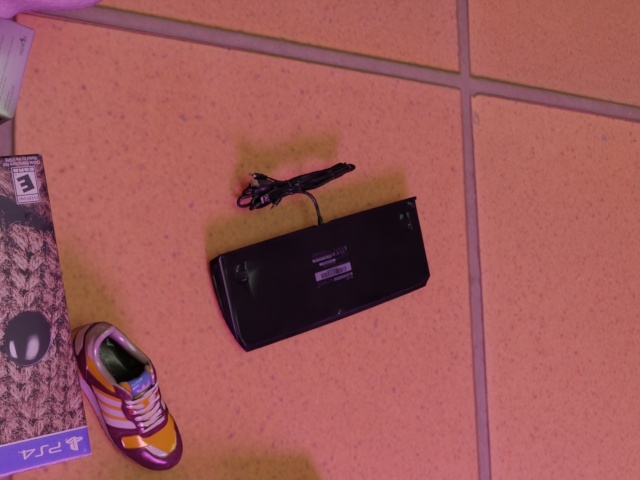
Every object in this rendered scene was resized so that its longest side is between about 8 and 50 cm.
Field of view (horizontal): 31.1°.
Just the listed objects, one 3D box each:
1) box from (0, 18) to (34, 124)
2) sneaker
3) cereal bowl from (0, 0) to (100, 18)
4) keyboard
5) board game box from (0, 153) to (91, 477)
[{"bbox_3d":[-0.350,-0.168,1.138,0.087,0.101,0.102,20,72,-31],"label":"box"},{"bbox_3d":[-0.196,0.167,1.205,0.069,0.084,0.185,-44,108,-32],"label":"sneaker"},{"bbox_3d":[-0.335,-0.299,1.056,0.339,0.339,0.141,19,99,-32],"label":"cereal bowl"},{"bbox_3d":[0.000,0.000,1.407,0.317,0.033,0.201,-17,99,-37],"label":"keyboard"},{"bbox_3d":[-0.366,0.080,1.062,0.232,0.141,0.291,-9,88,-36],"label":"board game box"}]
